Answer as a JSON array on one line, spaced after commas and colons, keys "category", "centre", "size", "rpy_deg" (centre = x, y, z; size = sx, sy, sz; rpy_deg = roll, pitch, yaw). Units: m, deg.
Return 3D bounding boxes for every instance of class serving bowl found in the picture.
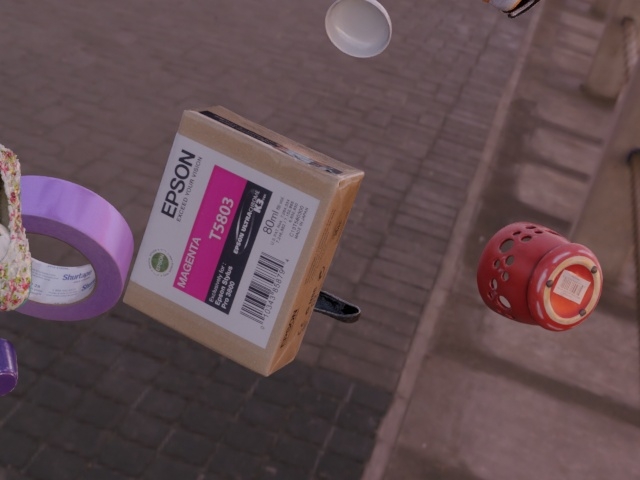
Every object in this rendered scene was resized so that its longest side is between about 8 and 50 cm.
[{"category": "serving bowl", "centre": [0.048, -0.264, 1.299], "size": [0.083, 0.083, 0.027], "rpy_deg": [18, 46, 6]}]

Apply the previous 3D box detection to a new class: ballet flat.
[{"category": "ballet flat", "centre": [0.000, 0.116, 2.116], "size": [0.173, 0.049, 0.058], "rpy_deg": [19, 60, -4]}, {"category": "ballet flat", "centre": [-0.415, -0.025, 1.336], "size": [0.077, 0.091, 0.241], "rpy_deg": [48, 21, -57]}]

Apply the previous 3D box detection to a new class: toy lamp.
[{"category": "toy lamp", "centre": [-0.529, 0.135, 1.639], "size": [0.080, 0.080, 0.275], "rpy_deg": [-4, 35, -36]}]

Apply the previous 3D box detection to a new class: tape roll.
[{"category": "tape roll", "centre": [-0.457, 0.018, 1.798], "size": [0.274, 0.275, 0.090], "rpy_deg": [12, 48, -7]}]

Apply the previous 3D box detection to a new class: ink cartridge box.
[{"category": "ink cartridge box", "centre": [-0.086, -0.002, 1.157], "size": [0.193, 0.235, 0.088], "rpy_deg": [24, 17, 15]}]

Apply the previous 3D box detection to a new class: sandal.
[{"category": "sandal", "centre": [0.303, -0.380, 1.630], "size": [0.076, 0.102, 0.265], "rpy_deg": [32, 23, -10]}]

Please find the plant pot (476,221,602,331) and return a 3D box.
[{"category": "plant pot", "centre": [0.417, 0.075, 2.020], "size": [0.191, 0.191, 0.174], "rpy_deg": [1, 15, -28]}]
